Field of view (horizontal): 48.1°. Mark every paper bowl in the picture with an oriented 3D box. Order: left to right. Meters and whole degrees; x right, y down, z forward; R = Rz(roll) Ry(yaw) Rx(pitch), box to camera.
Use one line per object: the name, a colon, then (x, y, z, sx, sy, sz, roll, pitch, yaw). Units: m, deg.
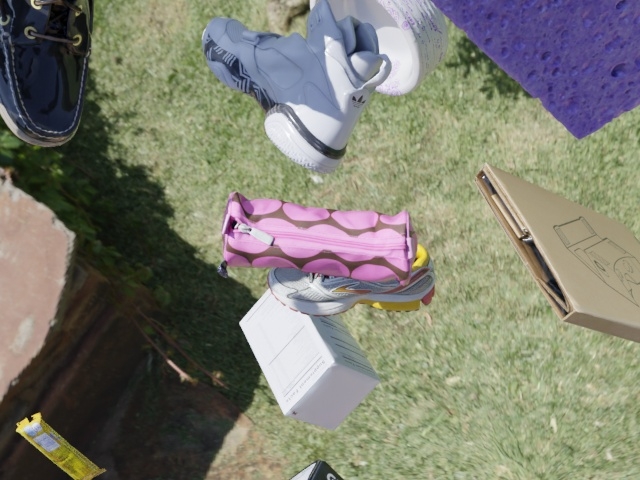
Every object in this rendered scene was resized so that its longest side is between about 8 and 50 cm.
paper bowl: (0.128, -0.441, 1.416, 0.284, 0.284, 0.148, 36, 72, 24)

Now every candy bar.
candy bar: (-0.355, 0.290, 0.984, 0.040, 0.161, 0.018, -30, 38, -1)

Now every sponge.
sponge: (0.160, -0.166, 0.488, 0.117, 0.210, 0.031, -35, 28, 41)

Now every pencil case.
pencil case: (0.000, 0.000, 0.758, 0.209, 0.098, 0.095, 4, 76, -1)

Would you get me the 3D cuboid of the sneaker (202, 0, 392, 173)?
sneaker: (-0.037, -0.289, 1.117, 0.210, 0.137, 0.366, -52, 57, 23)

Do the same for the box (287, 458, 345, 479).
box: (0.017, 0.343, 0.711, 0.220, 0.051, 0.175, 44, 121, -2)

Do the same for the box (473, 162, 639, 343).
box: (0.234, 0.020, 0.604, 0.021, 0.201, 0.164, -52, 38, 29)

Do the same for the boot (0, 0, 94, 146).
boot: (-0.317, -0.319, 0.901, 0.284, 0.138, 0.377, 0, 88, 51)

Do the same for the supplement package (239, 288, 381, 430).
supplement package: (-0.024, 0.203, 1.312, 0.139, 0.134, 0.244, -49, 42, 13)

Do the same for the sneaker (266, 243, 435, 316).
sneaker: (0.041, 0.039, 0.955, 0.225, 0.093, 0.088, -4, 44, 0)
